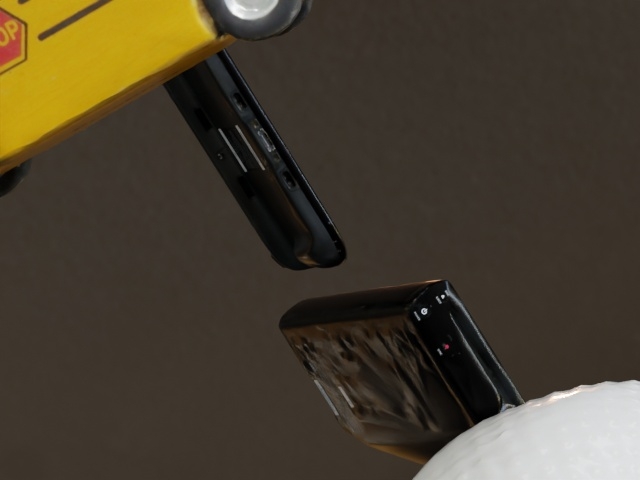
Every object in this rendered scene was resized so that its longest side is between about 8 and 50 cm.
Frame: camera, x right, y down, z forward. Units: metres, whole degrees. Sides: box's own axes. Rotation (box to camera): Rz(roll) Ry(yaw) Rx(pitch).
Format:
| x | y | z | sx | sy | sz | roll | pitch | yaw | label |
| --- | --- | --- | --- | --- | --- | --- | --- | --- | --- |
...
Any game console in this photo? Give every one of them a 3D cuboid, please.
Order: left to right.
| x | y | z | sx | sy | sz | roll | pitch | yaw | label |
| --- | --- | --- | --- | --- | --- | --- | --- | --- | --- |
| 0.000 | 0.000 | 1.305 | 0.044 | 0.361 | 0.213 | -37 | 11 | -23 | game console |

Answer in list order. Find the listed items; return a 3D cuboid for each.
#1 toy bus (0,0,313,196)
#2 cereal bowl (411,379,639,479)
| x | y | z | sx | sy | sz | roll | pitch | yaw | label |
| --- | --- | --- | --- | --- | --- | --- | --- | --- | --- |
| -0.106 | -0.131 | 1.004 | 0.333 | 0.130 | 0.108 | -29 | 4 | 6 | toy bus |
| 0.189 | 0.219 | 0.933 | 0.339 | 0.339 | 0.141 | 9 | -25 | -33 | cereal bowl |
